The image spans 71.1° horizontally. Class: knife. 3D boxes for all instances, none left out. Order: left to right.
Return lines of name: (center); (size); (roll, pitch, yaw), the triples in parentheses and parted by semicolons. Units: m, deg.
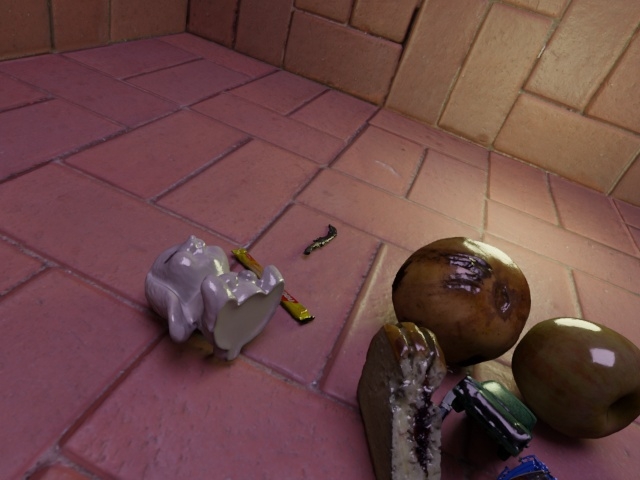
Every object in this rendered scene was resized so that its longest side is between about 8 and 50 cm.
knife: (0.006, 0.003, 1.342); (0.046, 0.021, 0.222); (27, 31, 11)

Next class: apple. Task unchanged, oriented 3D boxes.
apple: (0.569, 0.297, 0.997); (0.257, 0.256, 0.234); (4, 20, -20)

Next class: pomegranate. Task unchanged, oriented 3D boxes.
pomegranate: (0.331, 0.143, 1.072); (0.323, 0.321, 0.322); (13, 35, -9)

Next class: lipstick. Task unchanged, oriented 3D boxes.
lipstick: (0.261, 0.365, 0.953); (0.025, 0.025, 0.107); (34, 42, 21)

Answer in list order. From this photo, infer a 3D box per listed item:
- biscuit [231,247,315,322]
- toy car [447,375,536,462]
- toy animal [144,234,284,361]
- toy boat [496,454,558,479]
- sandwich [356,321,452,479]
biscuit: (-0.126, 0.109, 1.130); (0.292, 0.026, 0.048); (40, 20, 28)
toy car: (0.336, 0.332, 0.838); (0.141, 0.097, 0.321); (45, 1, 33)
toy animal: (-0.249, 0.109, 0.941); (0.265, 0.205, 0.272); (25, 19, 24)
toy boat: (0.382, 0.445, 0.823); (0.175, 0.110, 0.091); (-6, 40, -29)
sandwich: (0.150, 0.309, 0.782); (0.100, 0.254, 0.288); (5, 39, -15)
